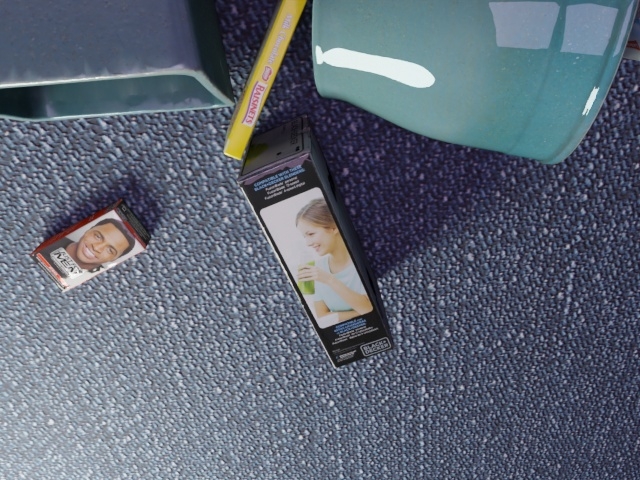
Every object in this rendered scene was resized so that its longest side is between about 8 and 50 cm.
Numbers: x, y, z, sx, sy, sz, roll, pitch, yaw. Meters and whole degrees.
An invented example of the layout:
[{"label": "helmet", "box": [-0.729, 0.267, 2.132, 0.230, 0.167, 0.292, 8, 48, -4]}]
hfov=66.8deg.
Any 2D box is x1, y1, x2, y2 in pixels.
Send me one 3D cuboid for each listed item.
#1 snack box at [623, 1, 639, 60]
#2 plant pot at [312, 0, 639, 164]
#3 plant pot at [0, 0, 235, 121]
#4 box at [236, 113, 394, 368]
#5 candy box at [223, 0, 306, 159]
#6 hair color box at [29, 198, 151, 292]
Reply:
[{"label": "snack box", "box": [0.423, -0.322, 0.499, 0.322, 0.187, 0.060, -38, 114, 14]}, {"label": "plant pot", "box": [0.129, -0.225, 0.494, 0.255, 0.272, 0.272, 7, 117, 8]}, {"label": "plant pot", "box": [-0.229, -0.256, 0.452, 0.247, 0.247, 0.252, -6, 100, -2]}, {"label": "box", "box": [0.000, 0.000, 0.636, 0.087, 0.169, 0.290, -20, 118, 8]}, {"label": "candy box", "box": [-0.064, -0.203, 0.561, 0.027, 0.105, 0.206, 19, 114, -20]}, {"label": "hair color box", "box": [-0.320, 0.008, 0.679, 0.141, 0.043, 0.072, -27, 115, 8]}]
